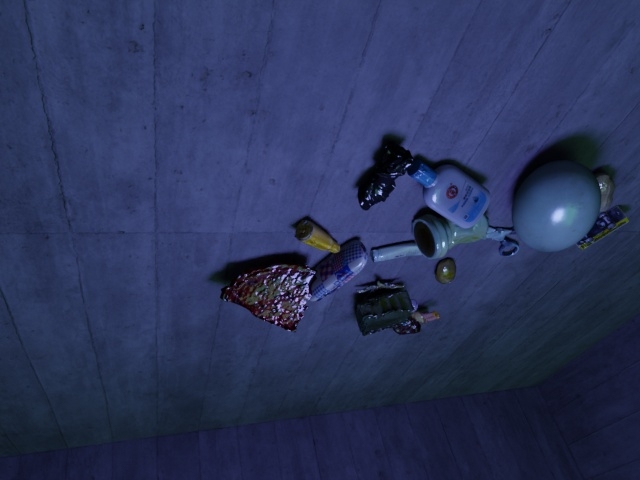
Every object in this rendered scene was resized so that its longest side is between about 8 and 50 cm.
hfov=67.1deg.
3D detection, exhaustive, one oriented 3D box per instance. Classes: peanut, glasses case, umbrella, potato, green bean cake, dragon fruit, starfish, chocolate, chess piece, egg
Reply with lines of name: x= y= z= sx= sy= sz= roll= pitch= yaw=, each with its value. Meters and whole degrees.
peanut: x=1.081 y=-0.189 z=1.871 sx=0.098 sy=0.090 sz=0.214 roll=3 pitch=149 yaw=26
glasses case: x=0.055 y=0.121 z=1.875 sx=0.076 sy=0.125 sz=0.327 roll=21 pitch=130 yaw=-40
umbrella: x=0.200 y=-0.191 z=1.544 sx=0.110 sy=0.122 sz=0.272 roll=36 pitch=139 yaw=6
potato: x=0.550 y=0.140 z=2.122 sx=0.091 sy=0.070 sz=0.138 roll=-13 pitch=143 yaw=-5
green bean cake: x=0.284 y=0.323 z=2.183 sx=0.241 sy=0.132 sz=0.255 roll=-13 pitch=156 yaw=-4
dragon fruit: x=-0.204 y=0.162 z=1.875 sx=0.329 sy=0.228 sz=0.286 roll=18 pitch=102 yaw=-11
starfish: x=0.258 y=0.204 z=2.106 sx=0.208 sy=0.053 sz=0.176 roll=-14 pitch=162 yaw=-2
chocolate: x=0.000 y=0.000 z=1.738 sx=0.085 sy=0.086 sz=0.219 roll=-32 pitch=145 yaw=21
chess piece: x=0.513 y=-0.047 z=1.820 sx=0.298 sy=0.176 sz=0.176 roll=-17 pitch=145 yaw=-18
egg: x=0.830 y=-0.115 z=1.717 sx=0.276 sy=0.276 sz=0.389 roll=-12 pitch=142 yaw=-4

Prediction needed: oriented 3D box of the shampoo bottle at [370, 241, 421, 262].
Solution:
shampoo bottle: x=0.308 y=0.046 z=1.931 sx=0.212 sy=0.049 sz=0.072 roll=-11 pitch=148 yaw=-6

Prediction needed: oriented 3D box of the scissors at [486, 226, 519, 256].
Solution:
scissors: x=0.740 y=-0.029 z=2.006 sx=0.383 sy=0.029 sz=0.256 roll=8 pitch=137 yaw=-27

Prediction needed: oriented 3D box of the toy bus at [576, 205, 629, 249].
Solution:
toy bus: x=1.212 y=-0.055 z=2.103 sx=0.074 sy=0.081 sz=0.226 roll=19 pitch=129 yaw=-44

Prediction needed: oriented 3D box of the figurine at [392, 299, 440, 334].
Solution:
figurine: x=0.461 y=0.384 z=2.357 sx=0.240 sy=0.116 sz=0.174 roll=-30 pitch=131 yaw=24

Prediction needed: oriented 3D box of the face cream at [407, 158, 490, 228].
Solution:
face cream: x=0.429 y=-0.171 z=1.634 sx=0.336 sy=0.080 sz=0.163 roll=28 pitch=98 yaw=-30
